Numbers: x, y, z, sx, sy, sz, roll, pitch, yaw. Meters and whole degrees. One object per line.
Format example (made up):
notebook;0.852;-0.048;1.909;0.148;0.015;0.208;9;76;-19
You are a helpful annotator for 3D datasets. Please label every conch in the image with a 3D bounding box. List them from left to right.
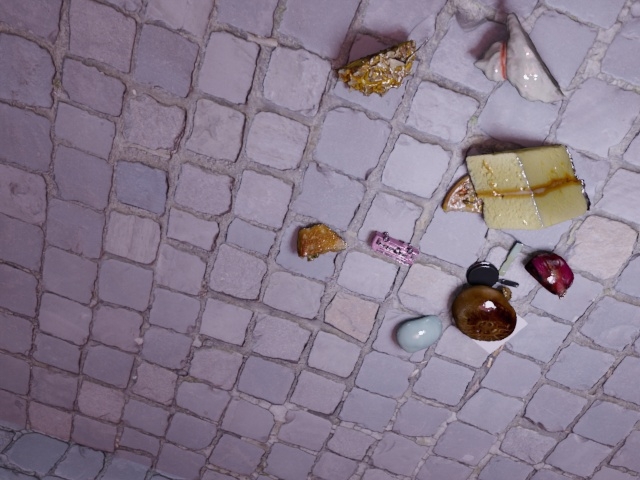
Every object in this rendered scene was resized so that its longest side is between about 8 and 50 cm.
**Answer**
conch;0.459;0.435;1.980;0.221;0.121;0.185;-27;137;10

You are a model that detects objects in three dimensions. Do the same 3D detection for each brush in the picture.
brush;0.805;0.077;1.840;0.033;0.030;0.179;13;123;-8

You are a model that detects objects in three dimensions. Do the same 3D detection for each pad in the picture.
pad;0.815;0.411;1.986;0.156;0.004;0.232;39;110;-10

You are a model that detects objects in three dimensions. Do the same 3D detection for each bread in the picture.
bread;0.821;-0.217;1.696;0.405;0.242;0.346;-22;105;-30

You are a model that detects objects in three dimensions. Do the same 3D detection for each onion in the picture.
onion;0.950;0.148;1.751;0.140;0.218;0.195;-39;111;18

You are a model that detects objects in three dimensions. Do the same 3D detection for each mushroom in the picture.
mushroom;0.716;0.317;1.866;0.278;0.163;0.297;-41;111;21

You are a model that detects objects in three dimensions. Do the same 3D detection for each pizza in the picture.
pizza;0.000;0.000;1.859;0.226;0.069;0.147;-17;88;8
pizza;0.608;-0.153;1.749;0.195;0.052;0.185;29;115;-7

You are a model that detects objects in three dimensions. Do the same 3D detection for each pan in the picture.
pan;0.752;0.169;1.873;0.235;0.028;0.136;15;122;-2

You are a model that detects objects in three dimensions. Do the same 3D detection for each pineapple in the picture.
pineapple;0.219;-0.593;1.543;0.334;0.158;0.161;-15;110;10

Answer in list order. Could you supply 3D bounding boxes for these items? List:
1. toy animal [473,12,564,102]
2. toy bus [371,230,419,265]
toy animal;0.701;-0.580;1.519;0.188;0.266;0.307;-36;148;31
toy bus;0.315;0.033;1.845;0.203;0.063;0.090;24;115;-3
